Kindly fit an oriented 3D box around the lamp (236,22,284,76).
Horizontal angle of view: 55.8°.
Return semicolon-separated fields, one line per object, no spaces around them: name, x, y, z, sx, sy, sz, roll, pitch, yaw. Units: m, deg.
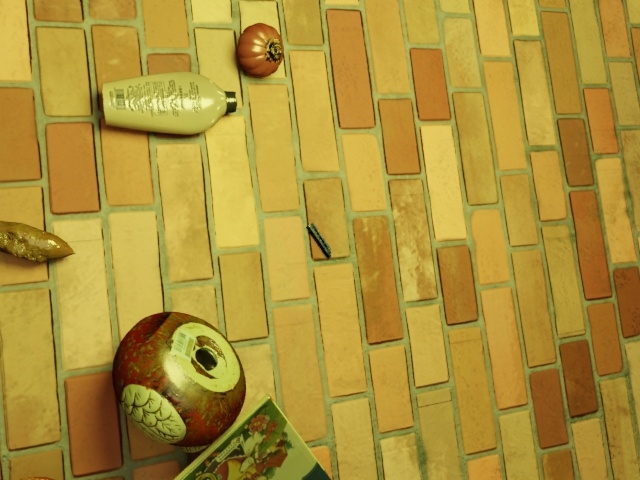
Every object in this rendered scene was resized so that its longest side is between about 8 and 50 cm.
lamp;-0.123;-0.393;1.247;0.107;0.092;0.108;-19;116;-46

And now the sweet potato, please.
sweet potato;-0.542;-0.002;1.069;0.205;0.060;0.068;16;46;-7

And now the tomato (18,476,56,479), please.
tomato;-0.487;0.471;1.019;0.155;0.069;0.156;2;83;-16

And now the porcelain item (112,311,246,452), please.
porcelain item;-0.266;0.258;1.074;0.252;0.253;0.253;3;82;-19

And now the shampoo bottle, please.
shampoo bottle;-0.289;-0.269;1.179;0.256;0.078;0.127;-5;79;-18

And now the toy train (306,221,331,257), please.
toy train;0.000;0.000;1.280;0.017;0.017;0.083;-37;96;-27

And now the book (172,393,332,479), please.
book;-0.101;0.470;1.124;0.228;0.018;0.322;-41;117;-19
